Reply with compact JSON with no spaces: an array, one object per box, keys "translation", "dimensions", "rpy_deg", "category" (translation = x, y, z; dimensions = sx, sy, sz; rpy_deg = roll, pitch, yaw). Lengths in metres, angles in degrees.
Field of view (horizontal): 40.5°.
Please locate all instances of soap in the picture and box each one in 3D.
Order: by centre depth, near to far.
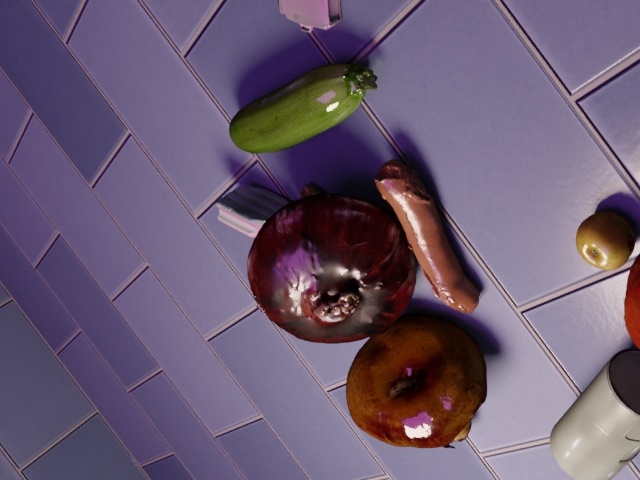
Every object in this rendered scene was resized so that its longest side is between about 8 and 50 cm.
[{"translation":[-0.123,-0.055,1.736],"dimensions":[0.149,0.100,0.056],"rpy_deg":[26,138,30],"category":"soap"}]

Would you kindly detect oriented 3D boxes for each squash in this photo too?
[{"translation":[-0.047,-0.223,1.514],"dimensions":[0.395,0.107,0.107],"rpy_deg":[-14,109,50],"category":"squash"}]

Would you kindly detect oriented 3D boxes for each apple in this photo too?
[{"translation":[0.406,0.001,1.238],"dimensions":[0.084,0.071,0.084],"rpy_deg":[28,136,30],"category":"apple"}]

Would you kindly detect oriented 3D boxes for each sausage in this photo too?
[{"translation":[0.183,-0.005,1.473],"dimensions":[0.078,0.078,0.304],"rpy_deg":[-9,115,50],"category":"sausage"}]

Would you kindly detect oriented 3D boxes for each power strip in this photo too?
[{"translation":[-0.026,-0.462,1.347],"dimensions":[0.109,0.037,0.278],"rpy_deg":[24,135,33],"category":"power strip"}]

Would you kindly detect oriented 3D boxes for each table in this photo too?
[{"translation":[0.462,0.280,1.363],"dimensions":[0.126,0.126,0.220],"rpy_deg":[39,141,17],"category":"table"}]

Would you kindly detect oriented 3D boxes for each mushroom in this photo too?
[{"translation":[0.178,0.264,1.615],"dimensions":[0.267,0.267,0.254],"rpy_deg":[42,176,14],"category":"mushroom"}]

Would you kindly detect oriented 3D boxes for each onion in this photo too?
[{"translation":[0.019,0.068,1.546],"dimensions":[0.314,0.232,0.313],"rpy_deg":[3,132,4],"category":"onion"}]

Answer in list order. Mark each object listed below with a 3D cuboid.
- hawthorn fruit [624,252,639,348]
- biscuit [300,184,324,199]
[{"translation":[0.496,0.096,1.144],"dimensions":[0.190,0.189,0.251],"rpy_deg":[27,150,30],"category":"hawthorn fruit"},{"translation":[0.000,0.000,1.711],"dimensions":[0.131,0.025,0.230],"rpy_deg":[37,141,20],"category":"biscuit"}]
